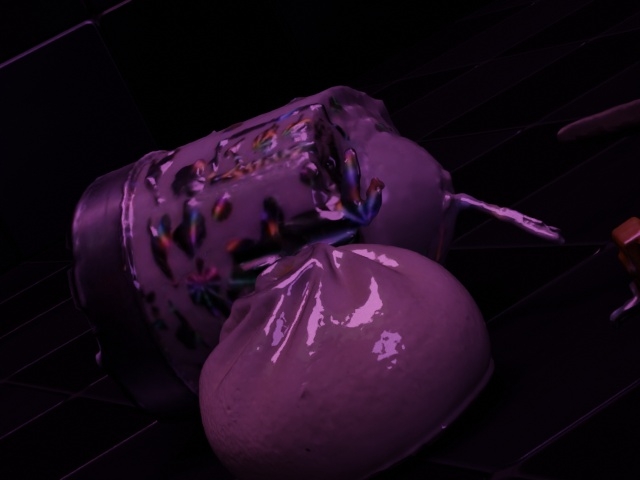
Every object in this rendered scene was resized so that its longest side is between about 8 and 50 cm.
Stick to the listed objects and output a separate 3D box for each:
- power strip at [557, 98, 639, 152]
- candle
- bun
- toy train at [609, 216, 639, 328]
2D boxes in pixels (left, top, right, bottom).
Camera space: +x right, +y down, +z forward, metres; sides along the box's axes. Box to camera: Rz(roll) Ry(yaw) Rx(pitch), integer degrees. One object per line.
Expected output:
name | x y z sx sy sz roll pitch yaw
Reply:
power strip | 0.311 -0.082 1.169 0.251 0.092 0.257 -23 5 -35
candle | 0.000 0.000 1.300 0.330 0.187 0.187 -19 12 25
bun | 0.007 0.063 1.131 0.172 0.120 0.173 -26 12 6
toy train | 0.245 -0.013 0.965 0.227 0.091 0.136 -33 30 1
